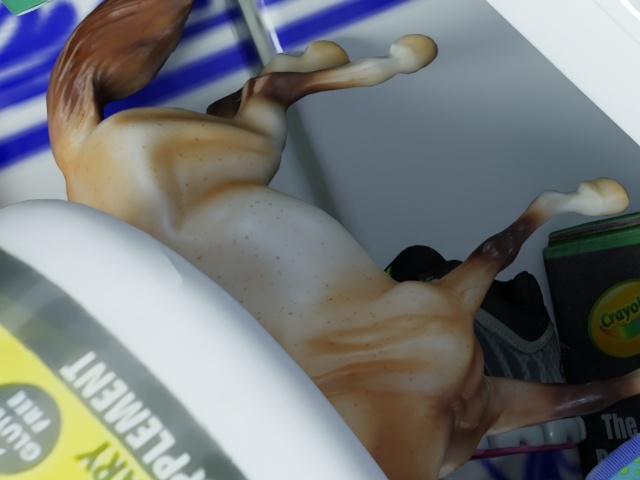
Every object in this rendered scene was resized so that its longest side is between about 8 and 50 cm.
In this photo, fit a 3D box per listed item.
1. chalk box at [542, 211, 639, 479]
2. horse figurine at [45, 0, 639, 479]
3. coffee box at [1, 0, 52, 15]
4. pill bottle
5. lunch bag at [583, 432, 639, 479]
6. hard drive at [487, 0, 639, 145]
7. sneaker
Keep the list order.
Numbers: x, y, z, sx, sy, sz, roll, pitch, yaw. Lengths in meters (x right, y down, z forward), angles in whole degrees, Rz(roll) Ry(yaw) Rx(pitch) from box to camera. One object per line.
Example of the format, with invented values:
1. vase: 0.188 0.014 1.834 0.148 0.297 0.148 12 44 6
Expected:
1. chalk box: 0.214 0.053 0.735 0.179 0.180 0.289 -9 89 -36
2. horse figurine: 0.000 0.000 0.608 0.174 0.066 0.263 -29 60 -37
3. coffee box: -0.117 -0.173 0.617 0.184 0.040 0.113 47 58 -20
4. pill bottle: -0.137 0.155 0.447 0.334 0.188 0.188 -39 106 -21
5. lunch bag: 0.127 0.124 0.628 0.129 0.151 0.096 53 28 12
6. hard drive: 0.070 -0.171 0.634 0.353 0.047 0.233 44 43 7
7. sneaker: 0.019 0.039 0.672 0.170 0.063 0.075 1 78 -37
